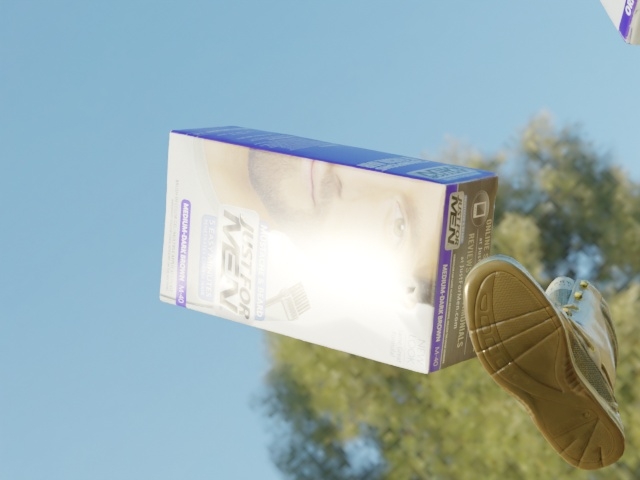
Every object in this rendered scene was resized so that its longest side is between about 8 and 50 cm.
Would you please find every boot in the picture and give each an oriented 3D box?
[{"bbox_3d":[0.195,0.072,1.301,0.077,0.213,0.165,-26,21,24],"label":"boot"}]

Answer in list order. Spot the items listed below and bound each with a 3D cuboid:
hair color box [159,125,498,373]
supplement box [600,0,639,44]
[{"bbox_3d":[0.000,0.000,1.508,0.110,0.339,0.185,-13,-70,-54],"label":"hair color box"},{"bbox_3d":[0.181,-0.209,0.777,0.114,0.220,0.111,-5,-49,-9],"label":"supplement box"}]
